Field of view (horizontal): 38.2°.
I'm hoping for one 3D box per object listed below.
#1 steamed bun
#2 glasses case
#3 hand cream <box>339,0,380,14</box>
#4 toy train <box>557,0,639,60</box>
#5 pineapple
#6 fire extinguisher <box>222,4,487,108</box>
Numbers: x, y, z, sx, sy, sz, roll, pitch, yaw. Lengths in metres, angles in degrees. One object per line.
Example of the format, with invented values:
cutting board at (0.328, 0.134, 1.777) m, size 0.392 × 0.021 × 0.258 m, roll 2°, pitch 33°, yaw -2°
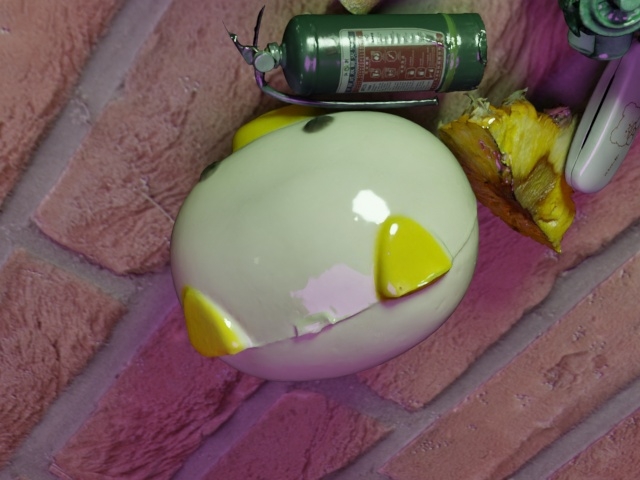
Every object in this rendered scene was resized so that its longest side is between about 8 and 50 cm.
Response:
steamed bun at (0.003, 0.006, 1.105) m, size 0.374 × 0.333 × 0.334 m, roll -24°, pitch 123°, yaw 17°
glasses case at (0.351, -0.148, 1.107) m, size 0.074 × 0.049 × 0.193 m, roll 7°, pitch 109°, yaw -42°
hand cream at (0.091, -0.323, 1.010) m, size 0.084 × 0.084 × 0.203 m, roll 33°, pitch 130°, yaw -21°
toy train at (0.349, -0.333, 0.940) m, size 0.238 × 0.166 × 0.299 m, roll -5°, pitch 130°, yaw -6°
pineapple at (0.242, -0.123, 1.152) m, size 0.250 × 0.140 × 0.164 m, roll 39°, pitch 79°, yaw -42°
fire extinguisher at (0.037, -0.207, 1.038) m, size 0.295 × 0.093 × 0.118 m, roll -4°, pitch 120°, yaw -13°
